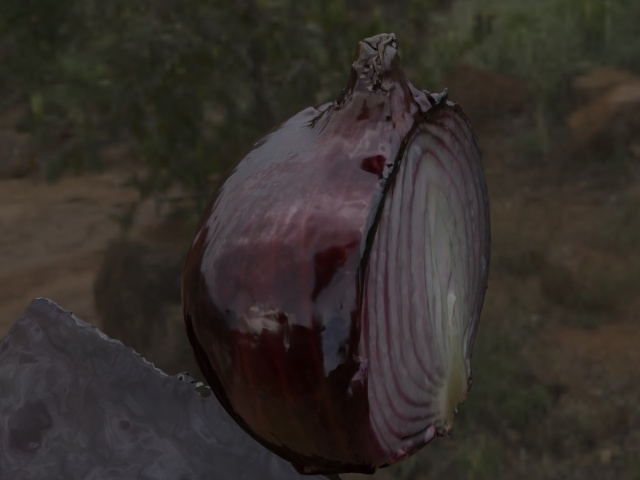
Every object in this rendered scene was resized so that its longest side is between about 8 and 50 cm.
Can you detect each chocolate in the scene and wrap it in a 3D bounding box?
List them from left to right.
[{"bbox_3d":[-0.023,0.147,0.685,0.321,0.112,0.112,26,74,31],"label":"chocolate"}]

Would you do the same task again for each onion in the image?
[{"bbox_3d":[0.000,0.000,0.621,0.098,0.151,0.206,-5,17,20],"label":"onion"}]
